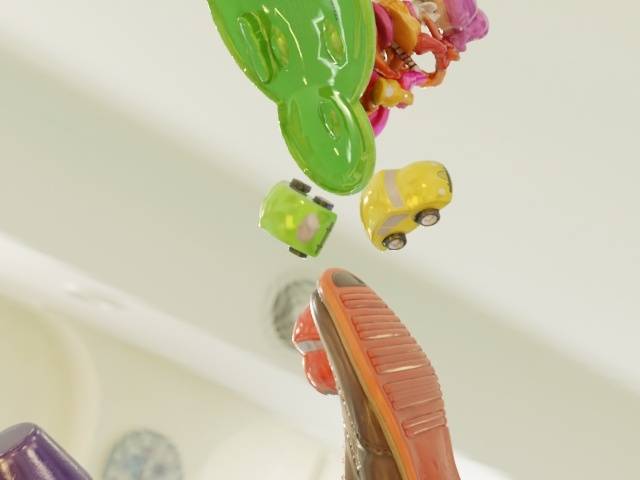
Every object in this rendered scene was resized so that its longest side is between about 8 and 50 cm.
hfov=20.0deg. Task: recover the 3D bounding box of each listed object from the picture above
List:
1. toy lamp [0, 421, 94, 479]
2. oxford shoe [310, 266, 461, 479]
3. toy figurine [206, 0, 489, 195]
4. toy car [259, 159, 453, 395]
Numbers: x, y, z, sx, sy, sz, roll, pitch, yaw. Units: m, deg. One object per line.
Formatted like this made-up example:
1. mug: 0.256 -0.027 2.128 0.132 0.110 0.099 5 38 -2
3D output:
1. toy lamp: -0.165 0.256 1.329 0.080 0.080 0.275 1 -58 52
2. oxford shoe: 0.041 0.151 1.298 0.098 0.271 0.097 -31 -19 28
3. toy figurine: 0.044 -0.132 0.960 0.130 0.159 0.173 2 -65 53
4. toy car: 0.000 0.000 1.699 0.053 0.239 0.225 22 9 -41
